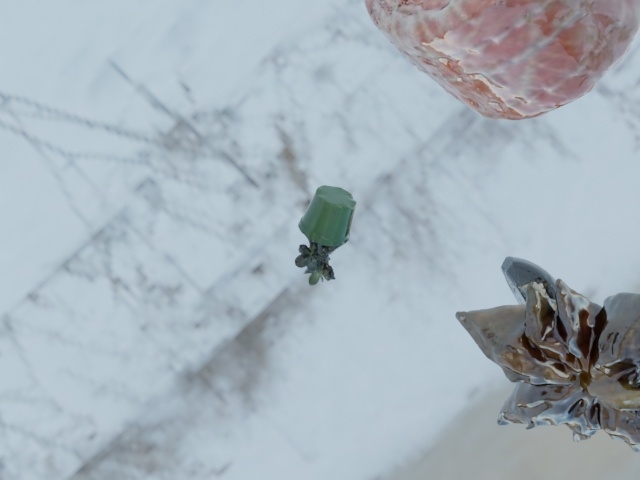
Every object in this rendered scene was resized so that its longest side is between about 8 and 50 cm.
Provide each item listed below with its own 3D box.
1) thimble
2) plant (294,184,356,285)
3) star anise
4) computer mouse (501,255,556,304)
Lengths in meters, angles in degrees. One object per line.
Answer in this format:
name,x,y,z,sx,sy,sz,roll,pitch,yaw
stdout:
thimble,0.163,-0.226,1.636,0.162,0.239,0.239,34,101,-33
plant,0.000,0.000,1.804,0.051,0.051,0.102,-15,132,-46
star anise,0.309,0.145,2.082,0.292,0.349,0.109,78,31,-54
computer mouse,0.293,0.089,2.438,0.057,0.172,0.099,-30,172,-3
